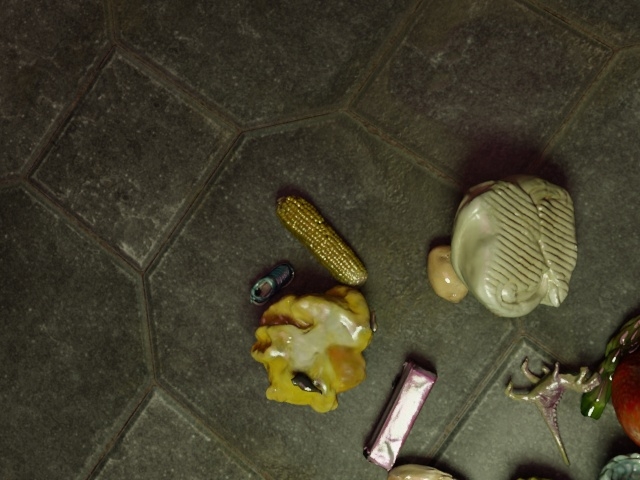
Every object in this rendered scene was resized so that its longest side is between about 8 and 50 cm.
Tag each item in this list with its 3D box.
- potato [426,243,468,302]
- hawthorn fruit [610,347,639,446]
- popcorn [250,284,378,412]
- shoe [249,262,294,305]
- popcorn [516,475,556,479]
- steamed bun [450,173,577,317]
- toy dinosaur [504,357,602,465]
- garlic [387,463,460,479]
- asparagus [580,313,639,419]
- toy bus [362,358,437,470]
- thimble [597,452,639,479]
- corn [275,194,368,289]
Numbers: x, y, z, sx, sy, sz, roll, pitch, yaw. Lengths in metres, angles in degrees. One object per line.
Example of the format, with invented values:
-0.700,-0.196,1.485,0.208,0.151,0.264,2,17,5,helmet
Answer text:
0.317,0.081,1.649,0.112,0.112,0.147,-19,75,11,potato
0.790,0.377,1.431,0.284,0.285,0.369,-22,123,10,hawthorn fruit
-0.013,0.272,1.642,0.315,0.281,0.298,-10,80,-23,popcorn
-0.132,0.114,1.765,0.143,0.071,0.064,-41,79,2,shoe
0.490,0.659,1.496,0.249,0.249,0.225,56,132,11,popcorn
0.433,0.011,1.565,0.309,0.219,0.325,-5,88,-26,steamed bun
0.544,0.388,1.579,0.199,0.072,0.251,26,104,25,toy dinosaur
0.283,0.650,1.609,0.227,0.110,0.217,0,97,24,garlic
0.695,0.286,1.557,0.080,0.080,0.287,28,104,14,asparagus
0.195,0.433,1.645,0.090,0.112,0.274,26,91,6,toy bus
0.688,0.577,1.385,0.204,0.250,0.172,-9,121,-10,thimble
0.000,0.000,1.737,0.097,0.097,0.320,-44,79,6,corn
